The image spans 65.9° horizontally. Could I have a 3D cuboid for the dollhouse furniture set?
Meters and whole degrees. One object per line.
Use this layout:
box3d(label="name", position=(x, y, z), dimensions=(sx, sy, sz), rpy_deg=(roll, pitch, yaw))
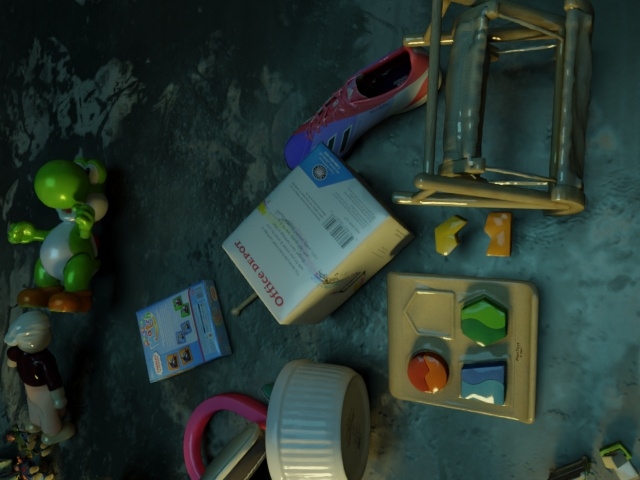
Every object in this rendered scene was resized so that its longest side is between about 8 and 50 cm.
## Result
box3d(label="dollhouse furniture set", position=(0.372, 0.310, 0.637), dimensions=(0.151, 0.076, 0.059), rpy_deg=(-36, 69, 22))

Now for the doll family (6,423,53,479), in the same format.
box3d(label="doll family", position=(-0.731, 0.549, 1.240), dimensions=(0.111, 0.076, 0.193), rpy_deg=(-4, 90, 26))

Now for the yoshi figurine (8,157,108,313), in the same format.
box3d(label="yoshi figurine", position=(-0.581, -0.026, 1.099), dimensions=(0.203, 0.203, 0.362), rpy_deg=(-12, 68, 63))

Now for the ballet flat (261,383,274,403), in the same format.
box3d(label="ballet flat", position=(-0.066, 0.306, 0.909), dimensions=(0.114, 0.041, 0.041), rpy_deg=(18, 95, 30))

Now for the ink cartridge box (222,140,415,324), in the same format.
box3d(label="ink cartridge box", position=(0.000, 0.000, 0.806), dimensions=(0.232, 0.168, 0.171), rpy_deg=(-44, 67, 10))

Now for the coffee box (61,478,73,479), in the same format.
box3d(label="coffee box", position=(-0.486, 0.592, 0.900), dimensions=(0.141, 0.098, 0.247), rpy_deg=(14, 76, 15))

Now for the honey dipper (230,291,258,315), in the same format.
box3d(label="honey dipper", position=(-0.122, 0.101, 0.961), dimensions=(0.160, 0.030, 0.030), rpy_deg=(-40, 68, 22))

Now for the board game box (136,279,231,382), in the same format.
box3d(label="board game box", position=(-0.295, 0.194, 1.046), dimensions=(0.211, 0.039, 0.160), rpy_deg=(-24, 74, 25))

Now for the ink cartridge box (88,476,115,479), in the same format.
box3d(label="ink cartridge box", position=(-0.474, 0.684, 0.992), dimensions=(0.226, 0.131, 0.306), rpy_deg=(31, 81, 18))

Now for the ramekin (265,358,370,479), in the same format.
box3d(label="ramekin", position=(0.007, 0.292, 0.779), dimensions=(0.109, 0.207, 0.207), rpy_deg=(-5, 83, 20))

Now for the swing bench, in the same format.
box3d(label="swing bench", position=(0.239, -0.172, 0.650), dimensions=(0.254, 0.165, 0.253), rpy_deg=(4, 87, -2))

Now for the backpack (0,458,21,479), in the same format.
box3d(label="backpack", position=(-0.891, 0.642, 1.260), dimensions=(0.165, 0.188, 0.145), rpy_deg=(-21, 76, 27))

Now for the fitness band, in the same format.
box3d(label="fitness band", position=(-0.140, 0.413, 0.933), dimensions=(0.290, 0.054, 0.209), rpy_deg=(17, 94, 28))

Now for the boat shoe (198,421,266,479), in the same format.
box3d(label="boat shoe", position=(-0.188, 0.467, 0.861), dimensions=(0.096, 0.116, 0.324), rpy_deg=(40, 88, -2))

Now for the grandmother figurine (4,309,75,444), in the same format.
box3d(label="grandmother figurine", position=(-0.651, 0.306, 1.138), dimensions=(0.207, 0.104, 0.343), rpy_deg=(18, 119, 15))

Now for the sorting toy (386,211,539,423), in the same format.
box3d(label="sorting toy", position=(0.200, 0.111, 0.734), dimensions=(0.229, 0.041, 0.307), rpy_deg=(3, 101, 30))

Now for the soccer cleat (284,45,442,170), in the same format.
box3d(label="soccer cleat", position=(0.048, -0.223, 0.841), dimensions=(0.318, 0.116, 0.109), rpy_deg=(-28, 73, 24))
